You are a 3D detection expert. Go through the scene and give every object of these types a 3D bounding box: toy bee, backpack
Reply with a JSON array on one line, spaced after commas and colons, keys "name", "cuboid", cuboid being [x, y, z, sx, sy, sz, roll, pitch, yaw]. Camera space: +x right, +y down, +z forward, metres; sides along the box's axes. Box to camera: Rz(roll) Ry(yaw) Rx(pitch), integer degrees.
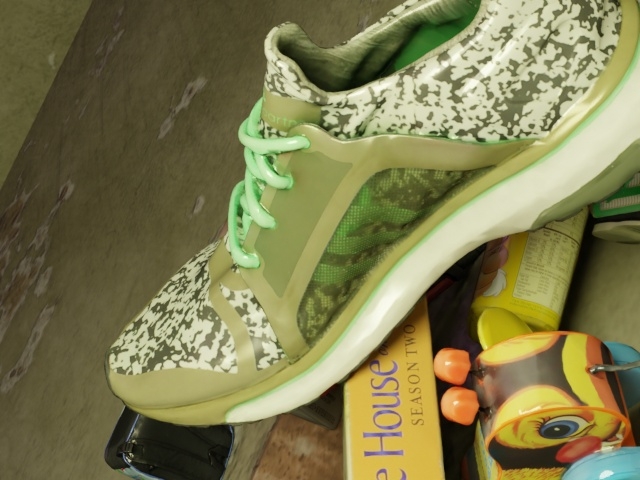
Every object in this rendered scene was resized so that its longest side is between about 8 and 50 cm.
[{"name": "toy bee", "cuboid": [0.132, 0.100, 0.865, 0.195, 0.162, 0.298, -109, 29, -56]}, {"name": "backpack", "cuboid": [-0.153, 0.203, 1.469, 0.084, 0.114, 0.105, -19, 46, 57]}]

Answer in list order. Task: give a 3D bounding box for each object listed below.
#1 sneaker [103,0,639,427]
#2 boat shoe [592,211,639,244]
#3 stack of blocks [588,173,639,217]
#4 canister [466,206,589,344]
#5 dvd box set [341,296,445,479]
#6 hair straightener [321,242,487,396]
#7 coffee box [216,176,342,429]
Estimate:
[{"name": "sneaker", "cuboid": [0.004, -0.050, 0.842, 0.410, 0.182, 0.158, -37, 34, 18]}, {"name": "boat shoe", "cuboid": [0.240, -0.020, 1.021, 0.133, 0.049, 0.042, 1, 74, 68]}, {"name": "stack of blocks", "cuboid": [0.230, -0.142, 1.008, 0.297, 0.171, 0.087, -104, 4, -56]}, {"name": "canister", "cuboid": [0.163, -0.007, 1.084, 0.126, 0.073, 0.170, 78, -152, -72]}, {"name": "dvd box set", "cuboid": [0.047, 0.203, 0.949, 0.420, 0.062, 0.307, -92, -1, -48]}, {"name": "hair straightener", "cuboid": [0.056, 0.034, 1.186, 0.230, 0.089, 0.047, -33, 24, -23]}, {"name": "coffee box", "cuboid": [0.000, 0.000, 1.287, 0.119, 0.168, 0.297, 19, 80, 21]}]
